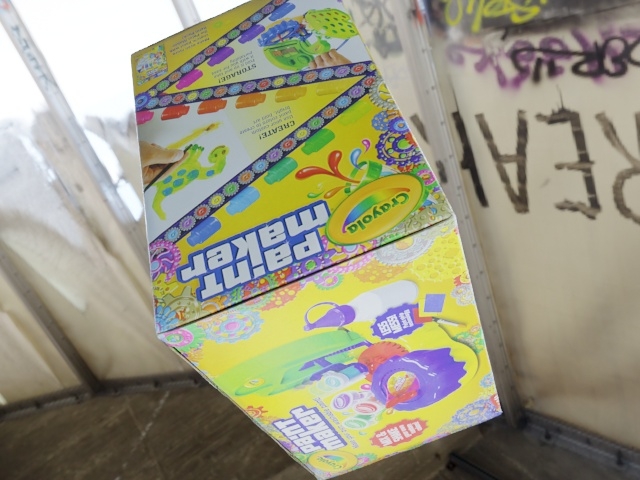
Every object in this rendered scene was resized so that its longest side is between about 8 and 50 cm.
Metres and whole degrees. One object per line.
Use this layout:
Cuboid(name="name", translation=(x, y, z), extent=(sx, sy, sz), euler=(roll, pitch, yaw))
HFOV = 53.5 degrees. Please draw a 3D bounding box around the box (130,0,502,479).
Cuboid(name="box", translation=(0.000, 0.000, 0.524), extent=(0.177, 0.290, 0.279), euler=(-22, -129, 5))
